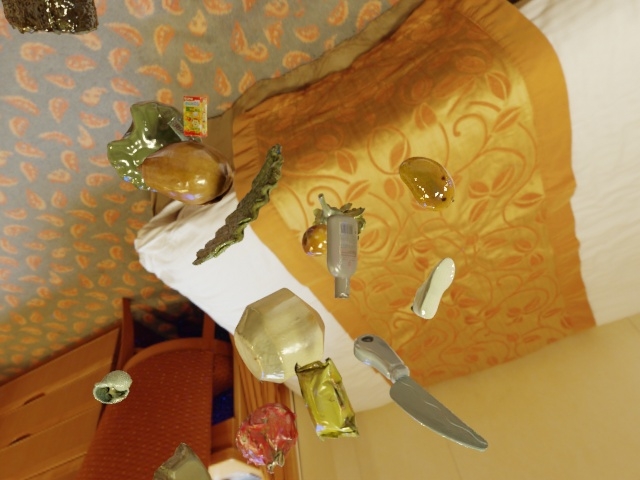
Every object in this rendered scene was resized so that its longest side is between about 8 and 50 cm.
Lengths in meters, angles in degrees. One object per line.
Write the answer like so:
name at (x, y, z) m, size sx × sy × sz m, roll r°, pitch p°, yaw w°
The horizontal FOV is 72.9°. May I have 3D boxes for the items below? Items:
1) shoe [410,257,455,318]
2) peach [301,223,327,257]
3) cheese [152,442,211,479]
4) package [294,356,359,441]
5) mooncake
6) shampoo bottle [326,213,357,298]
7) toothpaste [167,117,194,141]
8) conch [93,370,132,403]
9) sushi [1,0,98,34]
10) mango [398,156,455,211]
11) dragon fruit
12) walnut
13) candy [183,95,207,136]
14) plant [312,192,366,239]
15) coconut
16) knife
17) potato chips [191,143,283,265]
shoe at (0.441, 0.186, 1.742) m, size 0.095 × 0.110 × 0.264 m, roll 34°, pitch 75°, yaw -16°
peach at (0.000, 0.000, 1.654) m, size 0.138 × 0.138 × 0.138 m, roll -6°, pitch 133°, yaw -6°
cheese at (-0.373, 0.651, 1.116) m, size 0.091 × 0.202 × 0.175 m, roll -14°, pitch 104°, yaw 33°
package at (0.013, 0.423, 1.157) m, size 0.090 × 0.226 × 0.168 m, roll -9°, pitch 166°, yaw -42°
mooncake at (-0.626, -0.353, 1.672) m, size 0.352 × 0.187 × 0.350 m, roll -8°, pitch 114°, yaw -19°
shampoo bottle at (0.044, 0.033, 0.863) m, size 0.040 × 0.164 × 0.080 m, roll -6°, pitch 170°, yaw 42°
toothpaste at (-0.449, -0.334, 1.513) m, size 0.036 × 0.056 × 0.205 m, roll -28°, pitch 113°, yaw 25°
conch at (-0.520, 0.365, 1.088) m, size 0.086 × 0.057 × 0.076 m, roll 4°, pitch 93°, yaw -20°
sushi at (-0.396, -0.347, 0.630) m, size 0.151 × 0.090 × 0.078 m, roll 16°, pitch 129°, yaw 23°
mango at (0.302, -0.162, 1.208) m, size 0.115 × 0.090 × 0.178 m, roll -34°, pitch 96°, yaw 24°
dragon fruit at (-0.100, 0.459, 0.981) m, size 0.153 × 0.111 × 0.152 m, roll -16°, pitch 121°, yaw -28°
walnut at (-0.440, -0.222, 1.391) m, size 0.337 × 0.208 × 0.208 m, roll 9°, pitch 134°, yaw 13°
candy at (-0.389, -0.384, 1.347) m, size 0.062 × 0.038 × 0.121 m, roll 9°, pitch 108°, yaw 13°
plant at (0.058, -0.074, 2.062) m, size 0.306 × 0.260 × 0.297 m, roll 9°, pitch -179°, yaw 29°
coconut at (-0.127, 0.320, 1.489) m, size 0.324 × 0.322 × 0.322 m, roll -6°, pitch 133°, yaw -6°
knife at (0.159, 0.273, 0.802) m, size 0.080 × 0.331 × 0.044 m, roll -10°, pitch 115°, yaw -25°
potato chips at (-0.226, -0.084, 1.225) m, size 0.070 × 0.358 × 0.429 m, roll 35°, pitch 149°, yaw -16°
